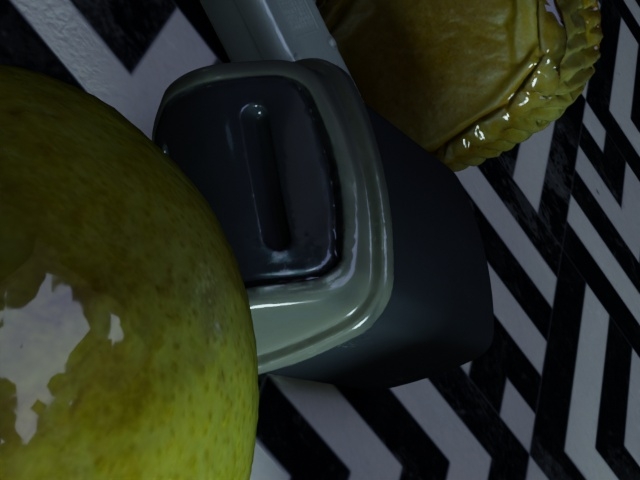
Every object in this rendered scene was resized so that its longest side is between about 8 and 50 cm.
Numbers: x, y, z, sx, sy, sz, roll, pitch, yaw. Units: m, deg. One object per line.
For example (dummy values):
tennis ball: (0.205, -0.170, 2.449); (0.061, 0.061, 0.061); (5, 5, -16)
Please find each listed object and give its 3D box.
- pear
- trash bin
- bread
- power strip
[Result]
pear: (-0.162, 0.065, 0.575); (0.304, 0.304, 0.304); (35, 42, -40)
trash bin: (0.000, 0.000, 0.982); (0.290, 0.182, 0.210); (23, 50, -55)
bread: (0.119, -0.184, 1.216); (0.227, 0.253, 0.142); (60, 34, -3)
power strip: (-0.039, -0.176, 1.156); (0.338, 0.058, 0.098); (63, 30, -3)
